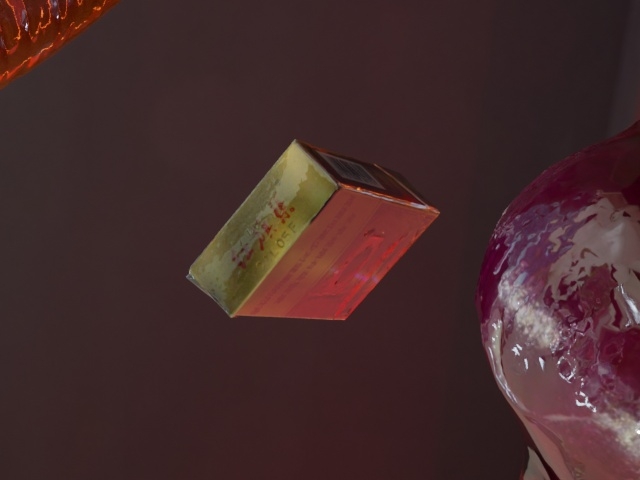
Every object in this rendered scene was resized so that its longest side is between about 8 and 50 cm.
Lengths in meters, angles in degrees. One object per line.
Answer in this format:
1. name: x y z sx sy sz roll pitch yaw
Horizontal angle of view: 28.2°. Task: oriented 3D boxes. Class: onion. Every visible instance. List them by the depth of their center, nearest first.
1. onion: 0.249 0.114 0.945 0.348 0.385 0.347 26 -157 -12

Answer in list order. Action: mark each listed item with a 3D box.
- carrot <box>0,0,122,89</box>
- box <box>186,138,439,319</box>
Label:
1. carrot: -0.103 -0.129 0.561 0.069 0.069 0.336 18 -142 24
2. box: 0.000 0.000 1.172 0.071 0.159 0.240 44 -167 22
